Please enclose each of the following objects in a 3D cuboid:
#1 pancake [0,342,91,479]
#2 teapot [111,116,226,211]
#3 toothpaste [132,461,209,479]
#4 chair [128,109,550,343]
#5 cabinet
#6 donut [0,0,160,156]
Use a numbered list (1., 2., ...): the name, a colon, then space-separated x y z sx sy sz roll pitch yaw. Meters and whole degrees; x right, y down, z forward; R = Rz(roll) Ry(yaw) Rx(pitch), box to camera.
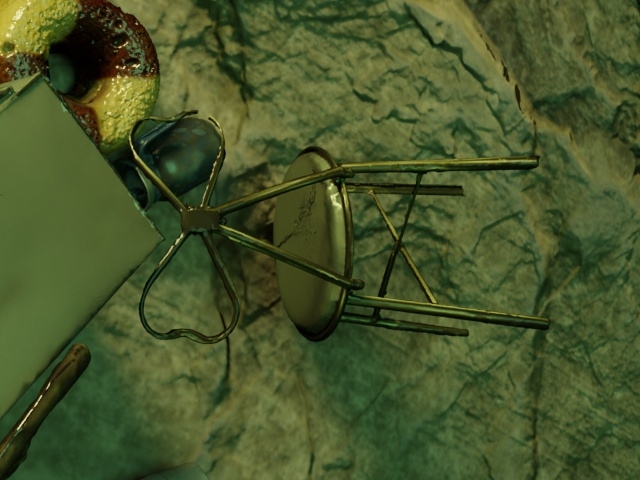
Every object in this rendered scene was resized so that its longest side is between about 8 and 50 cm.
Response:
1. pancake: -0.198 0.143 0.876 0.020 0.190 0.184 35 77 -4
2. teapot: -0.106 -0.058 1.042 0.083 0.063 0.049 -35 90 -37
3. toothpaste: -0.164 0.207 0.993 0.194 0.043 0.067 -19 102 -34
4. chair: 0.000 0.000 1.064 0.325 0.170 0.160 1 82 -23
5. cabinet: -0.235 0.015 0.874 0.206 0.145 0.150 -50 117 -32
6. donut: -0.175 -0.119 0.995 0.140 0.059 0.140 1 88 -38
